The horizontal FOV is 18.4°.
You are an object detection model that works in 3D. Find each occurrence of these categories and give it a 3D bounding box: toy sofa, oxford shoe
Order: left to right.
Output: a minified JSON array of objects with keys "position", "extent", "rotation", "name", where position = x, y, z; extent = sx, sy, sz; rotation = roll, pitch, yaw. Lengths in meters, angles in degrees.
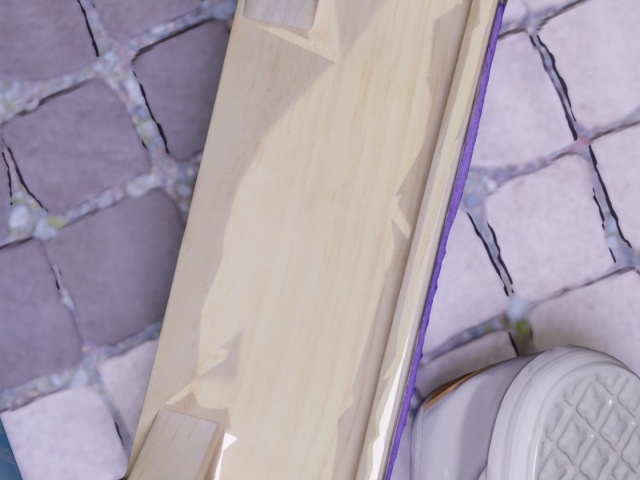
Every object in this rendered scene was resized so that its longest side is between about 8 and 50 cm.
[{"position":[0.000,0.000,1.132],"extent":[0.150,0.177,0.362],"rotation":[13,89,8],"name":"toy sofa"},{"position":[0.120,0.276,1.172],"extent":[0.169,0.130,0.449],"rotation":[-8,102,-38],"name":"oxford shoe"}]

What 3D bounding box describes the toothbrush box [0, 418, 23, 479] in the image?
[{"position":[-0.230,0.181,1.092],"extent":[0.126,0.216,0.295],"rotation":[-21,77,0],"name":"toothbrush box"}]
